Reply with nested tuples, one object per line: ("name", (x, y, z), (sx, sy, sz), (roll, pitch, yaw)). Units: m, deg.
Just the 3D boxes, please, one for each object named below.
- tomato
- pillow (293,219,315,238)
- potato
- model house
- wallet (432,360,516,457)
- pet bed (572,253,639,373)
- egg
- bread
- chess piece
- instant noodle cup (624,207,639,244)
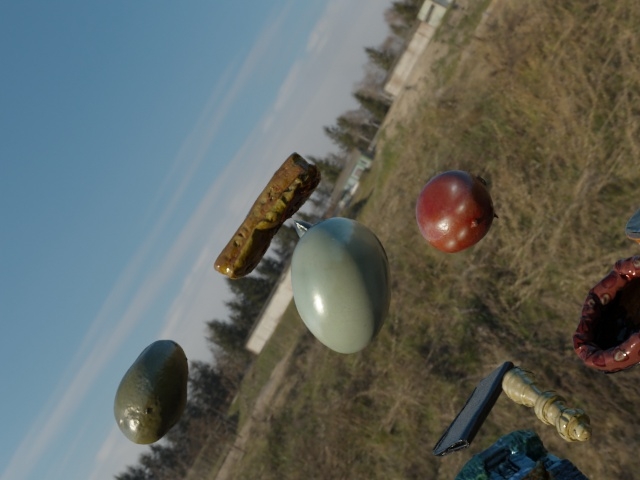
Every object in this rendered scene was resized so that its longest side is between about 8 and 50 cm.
("tomato", (0.266, -0.054, 1.354), (0.167, 0.167, 0.167), (-62, 0, 0))
("pillow", (-0.001, 0.002, 1.505), (0.091, 0.136, 0.055), (-2, -62, -52))
("potato", (-0.367, 0.329, 1.484), (0.178, 0.160, 0.235), (-18, 45, 34))
("model house", (0.441, 0.564, 1.396), (0.261, 0.225, 0.241), (-35, 10, -10))
("wallet", (0.428, 0.475, 1.874), (0.318, 0.045, 0.172), (-42, -7, -40))
("pet bed", (0.455, 0.103, 0.987), (0.201, 0.054, 0.201), (-54, 12, 17))
("egg", (0.032, 0.069, 1.016), (0.151, 0.151, 0.209), (-61, -36, -75))
("bread", (-0.099, -0.043, 1.278), (0.270, 0.077, 0.139), (-53, 0, 3))
("chess piece", (0.346, 0.251, 1.021), (0.060, 0.060, 0.172), (-62, 23, 5))
("instant noodle cup", (0.898, -0.014, 1.560), (0.296, 0.214, 0.296), (-40, 4, 3))
